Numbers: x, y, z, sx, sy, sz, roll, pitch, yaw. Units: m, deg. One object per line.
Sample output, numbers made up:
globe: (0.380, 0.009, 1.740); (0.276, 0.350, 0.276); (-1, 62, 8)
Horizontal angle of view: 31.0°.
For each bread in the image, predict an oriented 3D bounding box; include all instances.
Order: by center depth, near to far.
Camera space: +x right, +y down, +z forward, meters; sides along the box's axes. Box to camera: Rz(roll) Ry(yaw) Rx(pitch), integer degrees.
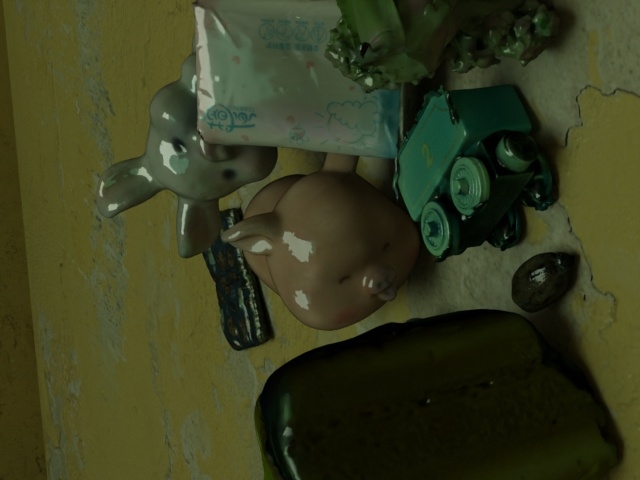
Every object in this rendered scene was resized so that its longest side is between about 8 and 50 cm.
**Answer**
bread: (0.104, 0.221, 1.270); (0.251, 0.377, 0.208); (69, 154, 17)

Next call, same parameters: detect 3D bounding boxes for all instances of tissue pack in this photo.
tissue pack: (-0.013, -0.213, 1.424); (0.124, 0.271, 0.201); (-49, -37, -67)

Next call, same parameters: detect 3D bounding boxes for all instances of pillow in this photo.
pillow: (-0.160, 0.072, 2.087); (0.189, 0.034, 0.255); (-22, 84, 65)

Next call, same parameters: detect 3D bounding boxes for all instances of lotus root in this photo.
lotus root: (0.246, 0.044, 1.277); (0.099, 0.049, 0.054); (-53, 54, 49)

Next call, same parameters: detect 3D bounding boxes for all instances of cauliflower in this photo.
cauliflower: (0.099, -0.236, 1.183); (0.256, 0.315, 0.239); (-22, 120, 34)

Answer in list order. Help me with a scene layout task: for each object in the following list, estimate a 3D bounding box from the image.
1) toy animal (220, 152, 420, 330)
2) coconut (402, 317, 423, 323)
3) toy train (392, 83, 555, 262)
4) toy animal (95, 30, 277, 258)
toy animal: (0.000, 0.000, 1.574); (0.326, 0.237, 0.269); (36, 161, 48)
coconut: (0.127, 0.172, 1.490); (0.116, 0.116, 0.122); (61, 143, 29)
toy train: (0.169, -0.077, 1.310); (0.203, 0.112, 0.163); (119, 137, -52)
toy animal: (-0.157, -0.162, 1.644); (0.367, 0.196, 0.241); (-62, 15, -6)
